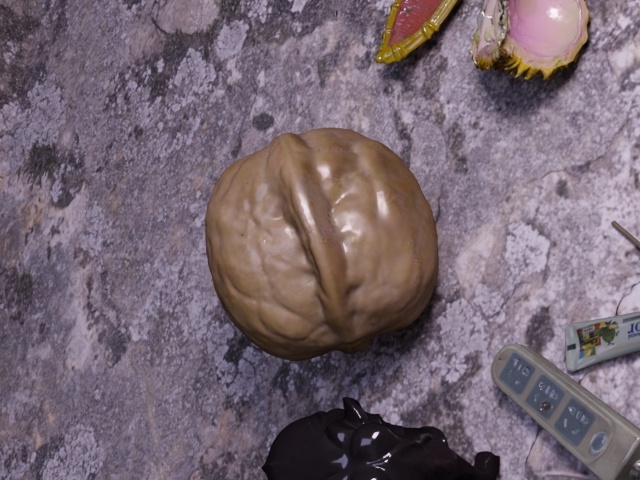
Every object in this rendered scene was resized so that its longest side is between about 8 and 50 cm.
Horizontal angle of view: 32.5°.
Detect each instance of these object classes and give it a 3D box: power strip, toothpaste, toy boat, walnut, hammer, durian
[{"bbox_3d":[0.332,0.227,1.490,0.080,0.048,0.286,-58,43,10],"label":"power strip"},{"bbox_3d":[0.428,0.118,1.445,0.255,0.037,0.067,-21,61,43],"label":"toothpaste"},{"bbox_3d":[0.188,-0.433,1.851,0.141,0.099,0.318,36,103,49],"label":"toy boat"},{"bbox_3d":[0.000,0.000,1.707,0.381,0.381,0.381,-18,62,40],"label":"walnut"},{"bbox_3d":[0.433,0.004,1.497,0.035,0.019,0.110,-54,40,15],"label":"hammer"},{"bbox_3d":[0.296,-0.360,1.683,0.196,0.186,0.305,-26,51,59],"label":"durian"}]

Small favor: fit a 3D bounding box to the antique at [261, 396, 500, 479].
[{"bbox_3d":[0.066,0.332,1.566,0.322,0.255,0.185,-11,65,40],"label":"antique"}]
